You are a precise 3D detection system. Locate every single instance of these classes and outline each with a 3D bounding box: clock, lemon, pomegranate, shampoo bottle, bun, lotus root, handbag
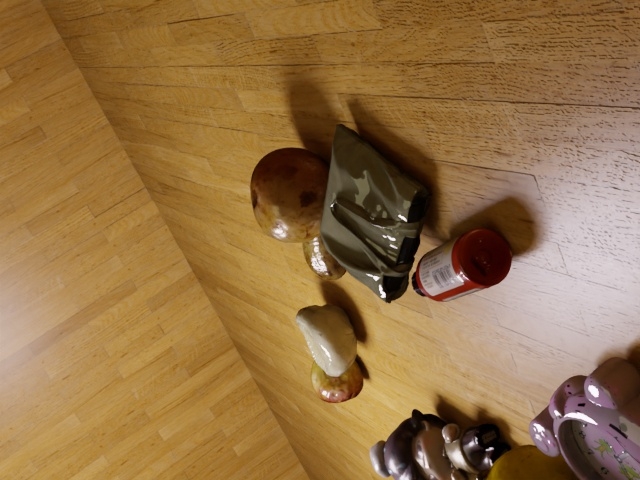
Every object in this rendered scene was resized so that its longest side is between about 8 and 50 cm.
[{"bbox_3d":[0.509,0.349,1.381,0.295,0.113,0.322,48,158,22],"label":"clock"},{"bbox_3d":[0.440,0.543,1.603,0.297,0.297,0.297,46,158,24],"label":"lemon"},{"bbox_3d":[-0.048,-0.103,1.845,0.215,0.215,0.215,46,158,24],"label":"pomegranate"},{"bbox_3d":[0.244,0.056,1.539,0.104,0.104,0.278,55,160,1],"label":"shampoo bottle"},{"bbox_3d":[0.028,0.264,2.329,0.231,0.133,0.231,54,167,19],"label":"bun"},{"bbox_3d":[0.000,0.000,2.039,0.110,0.097,0.258,37,150,48],"label":"lotus root"},{"bbox_3d":[0.094,-0.042,1.664,0.253,0.109,0.315,41,137,35],"label":"handbag"}]

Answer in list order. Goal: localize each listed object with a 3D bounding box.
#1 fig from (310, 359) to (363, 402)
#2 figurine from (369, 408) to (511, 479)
[{"bbox_3d":[0.035,0.356,2.498,0.159,0.159,0.256,154,101,-70],"label":"fig"},{"bbox_3d":[0.299,0.538,2.032,0.218,0.206,0.365,44,160,-9],"label":"figurine"}]
